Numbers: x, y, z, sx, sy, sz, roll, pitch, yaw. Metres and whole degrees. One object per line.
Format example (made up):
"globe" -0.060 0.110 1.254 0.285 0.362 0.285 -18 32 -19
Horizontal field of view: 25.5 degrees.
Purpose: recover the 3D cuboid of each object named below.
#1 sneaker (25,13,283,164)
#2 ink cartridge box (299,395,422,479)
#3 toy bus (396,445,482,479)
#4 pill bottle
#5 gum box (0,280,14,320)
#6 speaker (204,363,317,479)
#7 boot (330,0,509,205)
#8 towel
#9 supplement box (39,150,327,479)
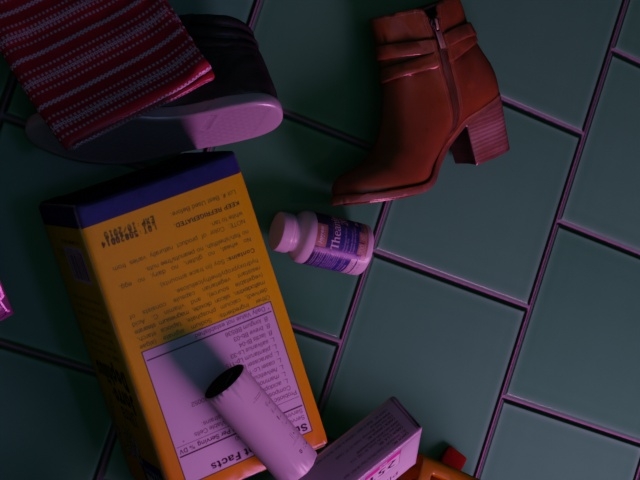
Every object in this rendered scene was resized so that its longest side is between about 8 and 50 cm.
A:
"sneaker" -0.198 -0.182 1.655 0.296 0.104 0.146 -8 61 -1
"ink cartridge box" -0.005 0.326 1.684 0.275 0.239 0.060 -36 67 -17
"toy bus" 0.183 0.348 1.778 0.202 0.104 0.191 -18 70 -35
"pill bottle" 0.000 0.000 1.754 0.120 0.067 0.067 13 88 -23
"gum box" -0.449 0.068 1.556 0.188 0.062 0.107 -27 122 -20
"speaker" -0.064 0.199 1.533 0.055 0.055 0.136 -43 107 -15
"boot" 0.104 -0.174 1.764 0.283 0.109 0.220 -24 103 -22
"towel" -0.270 -0.252 1.588 0.199 0.031 0.275 -29 76 -18
"supplement box" -0.161 0.095 1.624 0.194 0.195 0.356 -20 100 -20
